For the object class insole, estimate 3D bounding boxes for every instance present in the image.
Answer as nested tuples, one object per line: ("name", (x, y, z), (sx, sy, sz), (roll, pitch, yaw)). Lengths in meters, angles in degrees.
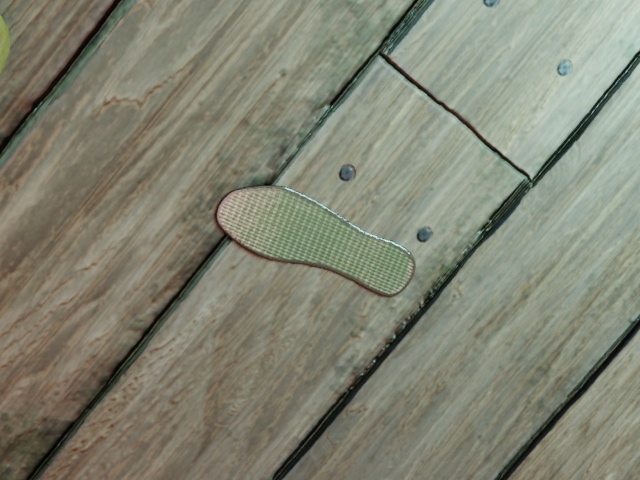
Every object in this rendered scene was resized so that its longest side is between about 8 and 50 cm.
("insole", (0.000, 0.000, 1.302), (0.253, 0.005, 0.086), (21, 103, -21))

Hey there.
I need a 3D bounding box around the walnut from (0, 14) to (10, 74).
("walnut", (-0.376, -0.182, 1.067), (0.166, 0.149, 0.167), (0, 78, 1))
